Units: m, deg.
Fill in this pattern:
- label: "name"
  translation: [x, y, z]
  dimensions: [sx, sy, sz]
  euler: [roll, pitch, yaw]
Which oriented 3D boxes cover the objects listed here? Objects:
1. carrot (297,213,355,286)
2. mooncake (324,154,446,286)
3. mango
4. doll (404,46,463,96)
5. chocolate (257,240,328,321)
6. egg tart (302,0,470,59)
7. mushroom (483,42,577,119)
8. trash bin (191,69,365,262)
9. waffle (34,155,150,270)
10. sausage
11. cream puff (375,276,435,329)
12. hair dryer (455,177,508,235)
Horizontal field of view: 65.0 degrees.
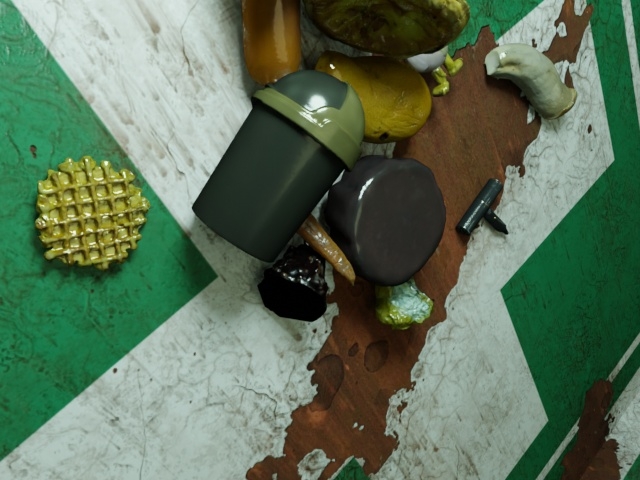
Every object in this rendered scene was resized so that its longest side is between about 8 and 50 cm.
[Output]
- label: "carrot"
  translation: [0.000, 0.000, 1.004]
  dimensions: [0.057, 0.057, 0.224]
  euler: [-43, 90, -19]
- label: "mooncake"
  translation: [0.136, -0.045, 1.099]
  dimensions: [0.283, 0.141, 0.283]
  euler: [-5, 100, -32]
- label: "mango"
  translation: [0.102, -0.292, 1.032]
  dimensions: [0.295, 0.120, 0.177]
  euler: [6, 102, -30]
- label: "doll"
  translation: [0.186, -0.477, 1.054]
  dimensions: [0.365, 0.094, 0.160]
  euler: [52, 58, -35]
- label: "chocolate"
  translation: [-0.037, 0.071, 1.035]
  dimensions: [0.156, 0.156, 0.133]
  euler: [52, 44, -32]
- label: "egg tart"
  translation: [0.114, -0.418, 0.867]
  dimensions: [0.290, 0.290, 0.115]
  euler: [11, 90, -36]
- label: "mushroom"
  translation: [0.569, -0.429, 1.342]
  dimensions: [0.351, 0.095, 0.123]
  euler: [17, 109, -35]
- label: "trash bin"
  translation: [-0.062, -0.145, 0.880]
  dimensions: [0.214, 0.214, 0.334]
  euler: [34, 96, -36]
- label: "waffle"
  translation: [-0.367, -0.042, 0.813]
  dimensions: [0.191, 0.038, 0.191]
  euler: [-9, 107, -33]
- label: "sausage"
  translation: [-0.087, -0.410, 0.880]
  dimensions: [0.105, 0.105, 0.274]
  euler: [-10, 107, -33]
- label: "cream puff"
  translation: [0.185, 0.141, 1.196]
  dimensions: [0.156, 0.121, 0.156]
  euler: [3, 83, -20]
- label: "hair dryer"
  translation: [0.467, -0.046, 1.397]
  dimensions: [0.173, 0.050, 0.195]
  euler: [-50, 127, -11]
